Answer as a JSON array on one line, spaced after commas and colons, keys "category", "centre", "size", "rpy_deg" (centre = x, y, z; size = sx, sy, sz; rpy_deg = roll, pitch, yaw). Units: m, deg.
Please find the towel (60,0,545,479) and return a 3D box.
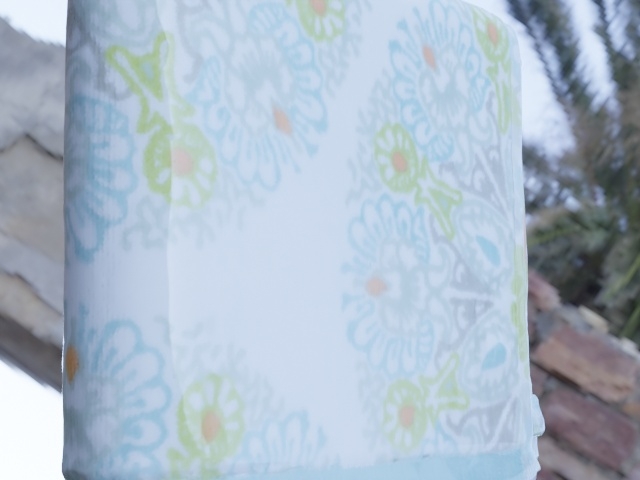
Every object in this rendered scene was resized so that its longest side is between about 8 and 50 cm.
[{"category": "towel", "centre": [0.000, 0.000, 0.886], "size": [0.090, 0.321, 0.374], "rpy_deg": [-8, -9, 39]}]
